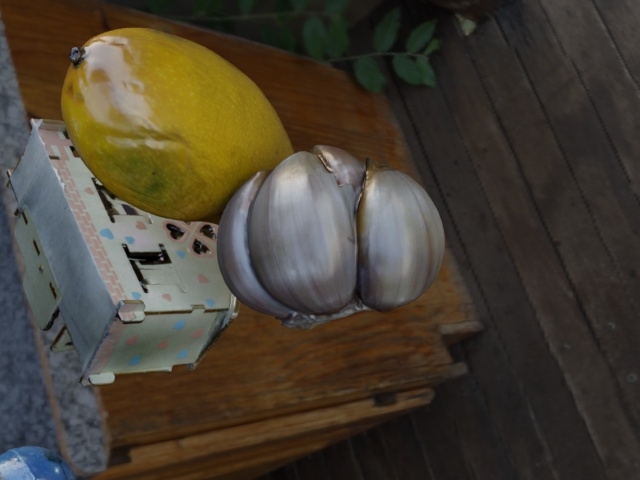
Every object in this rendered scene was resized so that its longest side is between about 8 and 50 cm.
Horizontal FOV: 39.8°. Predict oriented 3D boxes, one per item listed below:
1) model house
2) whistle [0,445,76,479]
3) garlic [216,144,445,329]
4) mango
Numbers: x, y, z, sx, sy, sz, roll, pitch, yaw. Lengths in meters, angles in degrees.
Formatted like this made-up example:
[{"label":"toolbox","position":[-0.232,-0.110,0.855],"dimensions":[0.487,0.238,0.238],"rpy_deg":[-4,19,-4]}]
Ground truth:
[{"label":"model house","position":[-0.223,0.016,1.094],"dimensions":[0.169,0.244,0.326],"rpy_deg":[-53,55,35]},{"label":"whistle","position":[-0.259,0.223,0.765],"dimensions":[0.158,0.090,0.090],"rpy_deg":[-28,70,52]},{"label":"garlic","position":[0.000,0.000,0.886],"dimensions":[0.214,0.160,0.191],"rpy_deg":[-10,95,53]},{"label":"mango","position":[-0.134,-0.108,0.953],"dimensions":[0.144,0.359,0.186],"rpy_deg":[2,78,32]}]
